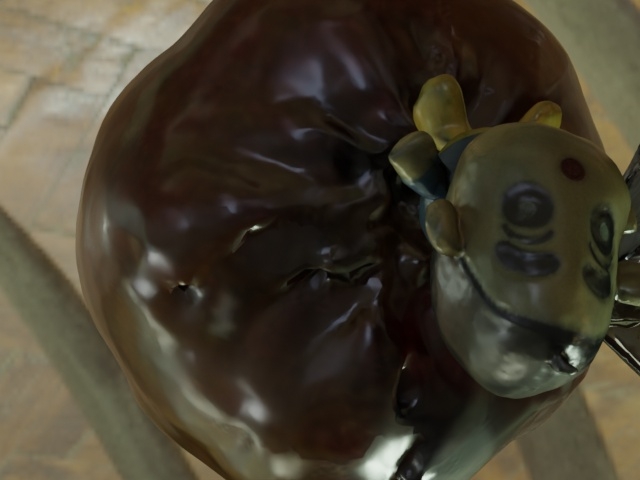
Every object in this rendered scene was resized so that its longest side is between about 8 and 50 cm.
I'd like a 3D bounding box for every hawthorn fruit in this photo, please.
[{"bbox_3d":[0.003,0.003,0.891,0.308,0.308,0.325,20,151,-29],"label":"hawthorn fruit"}]

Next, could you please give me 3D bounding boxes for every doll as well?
[{"bbox_3d":[0.073,-0.011,0.599,0.102,0.179,0.089,13,125,-15],"label":"doll"}]

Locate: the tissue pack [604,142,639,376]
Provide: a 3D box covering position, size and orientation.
[{"bbox_3d":[0.323,0.055,0.744,0.370,0.210,0.198,44,131,-6],"label":"tissue pack"}]
